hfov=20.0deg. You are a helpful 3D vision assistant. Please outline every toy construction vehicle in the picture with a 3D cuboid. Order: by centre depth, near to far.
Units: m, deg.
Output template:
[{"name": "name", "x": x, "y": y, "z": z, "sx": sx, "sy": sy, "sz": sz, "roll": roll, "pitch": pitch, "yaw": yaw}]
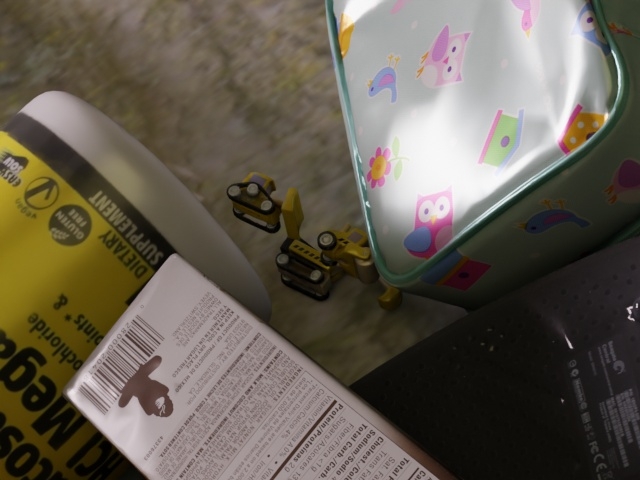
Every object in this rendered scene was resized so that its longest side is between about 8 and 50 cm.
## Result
[{"name": "toy construction vehicle", "x": 0.000, "y": 0.000, "z": 1.060, "sx": 0.098, "sy": 0.086, "sz": 0.035, "roll": 24, "pitch": 65, "yaw": 25}]

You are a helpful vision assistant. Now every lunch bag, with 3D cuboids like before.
[{"name": "lunch bag", "x": 0.105, "y": -0.106, "z": 1.026, "sx": 0.224, "sy": 0.108, "sz": 0.279, "roll": -42, "pitch": 42, "yaw": 38}]

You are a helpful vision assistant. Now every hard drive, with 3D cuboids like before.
[{"name": "hard drive", "x": 0.111, "y": 0.115, "z": 0.935, "sx": 0.254, "sy": 0.054, "sz": 0.172, "roll": -31, "pitch": 55, "yaw": 30}]

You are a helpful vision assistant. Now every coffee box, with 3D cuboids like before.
[{"name": "coffee box", "x": 0.002, "y": 0.125, "z": 0.884, "sx": 0.098, "sy": 0.141, "sz": 0.246, "roll": -51, "pitch": 47, "yaw": -3}]

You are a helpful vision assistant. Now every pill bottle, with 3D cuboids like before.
[{"name": "pill bottle", "x": -0.202, "y": 0.091, "z": 1.003, "sx": 0.334, "sy": 0.188, "sz": 0.188, "roll": -45, "pitch": 62, "yaw": -11}]
